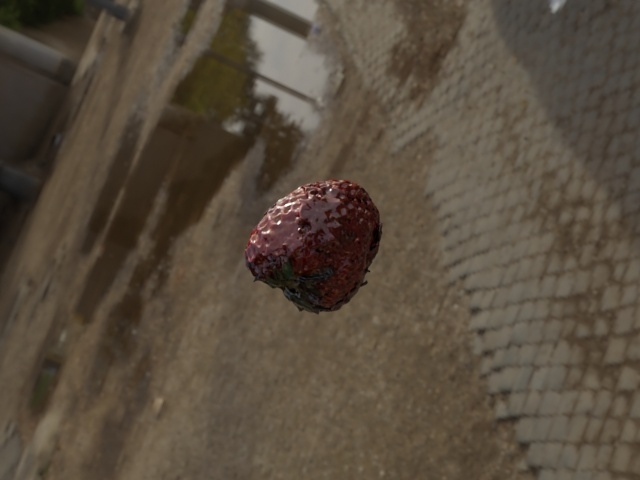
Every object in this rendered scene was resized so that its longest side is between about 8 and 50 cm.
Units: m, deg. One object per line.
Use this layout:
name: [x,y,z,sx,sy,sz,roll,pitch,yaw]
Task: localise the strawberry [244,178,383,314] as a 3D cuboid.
strawberry: [0.000,0.000,0.722,0.083,0.083,0.096,-45,8,50]
